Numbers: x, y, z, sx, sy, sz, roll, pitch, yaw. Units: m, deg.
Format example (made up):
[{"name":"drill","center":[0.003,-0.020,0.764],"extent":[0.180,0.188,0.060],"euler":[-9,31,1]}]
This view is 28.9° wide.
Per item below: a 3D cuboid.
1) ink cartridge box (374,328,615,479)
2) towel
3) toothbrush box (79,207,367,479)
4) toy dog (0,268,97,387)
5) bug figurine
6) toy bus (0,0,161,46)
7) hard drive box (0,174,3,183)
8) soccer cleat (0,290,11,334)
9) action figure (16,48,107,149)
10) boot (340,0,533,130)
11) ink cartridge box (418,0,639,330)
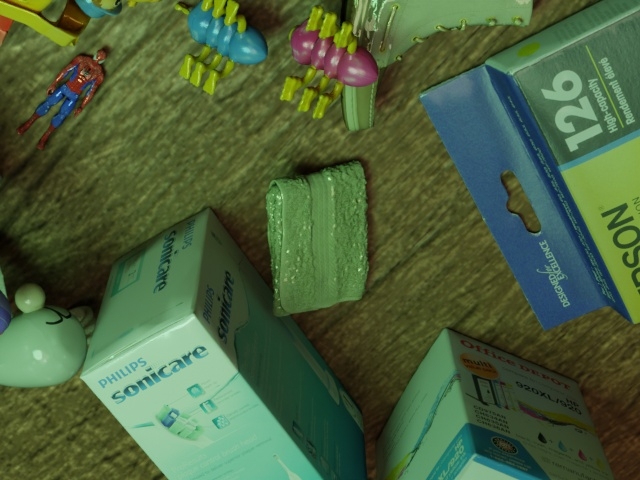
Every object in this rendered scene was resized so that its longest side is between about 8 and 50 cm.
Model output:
[{"name":"ink cartridge box","center":[0.168,0.233,1.229],"extent":[0.171,0.232,0.168],"euler":[23,112,-12]},{"name":"towel","center":[0.000,0.000,1.197],"extent":[0.110,0.027,0.148],"euler":[-15,118,-27]},{"name":"toothbrush box","center":[-0.080,0.149,1.192],"extent":[0.126,0.216,0.295],"euler":[-29,115,13]},{"name":"toy dog","center":[-0.381,0.062,1.153],"extent":[0.334,0.220,0.161],"euler":[-11,104,2]},{"name":"bug figurine","center":[-0.015,-0.233,1.033],"extent":[0.216,0.072,0.279],"euler":[38,121,25]},{"name":"toy bus","center":[-0.229,-0.238,1.041],"extent":[0.220,0.149,0.211],"euler":[23,128,-15]},{"name":"hard drive box","center":[-0.380,-0.104,1.078],"extent":[0.089,0.181,0.232],"euler":[-17,117,7]},{"name":"soccer cleat","center":[-0.337,-0.014,0.982],"extent":[0.248,0.083,0.095],"euler":[40,104,-17]},{"name":"action figure","center":[-0.234,-0.133,1.150],"extent":[0.038,0.030,0.115],"euler":[39,108,-13]},{"name":"boot","center":[0.101,-0.192,1.099],"extent":[0.165,0.077,0.213],"euler":[4,117,-5]},{"name":"ink cartridge box","center":[0.296,-0.074,1.166],"extent":[0.307,0.072,0.303],"euler":[-27,115,10]}]
